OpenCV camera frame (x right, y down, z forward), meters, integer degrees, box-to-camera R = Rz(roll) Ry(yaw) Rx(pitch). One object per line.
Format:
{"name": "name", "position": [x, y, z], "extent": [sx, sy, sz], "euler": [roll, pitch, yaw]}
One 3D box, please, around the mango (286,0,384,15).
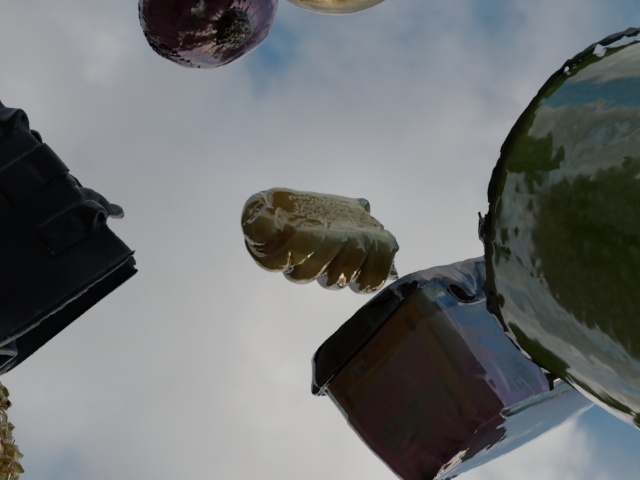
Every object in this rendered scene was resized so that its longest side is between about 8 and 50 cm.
{"name": "mango", "position": [0.017, -0.314, 1.339], "extent": [0.085, 0.184, 0.102], "euler": [29, -66, 49]}

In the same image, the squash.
{"name": "squash", "position": [0.289, 0.018, 0.637], "extent": [0.384, 0.263, 0.263], "euler": [26, -56, 59]}

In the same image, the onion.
{"name": "onion", "position": [-0.088, -0.188, 0.887], "extent": [0.115, 0.115, 0.104], "euler": [-53, -129, 34]}

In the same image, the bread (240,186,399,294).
{"name": "bread", "position": [0.000, 0.000, 1.195], "extent": [0.119, 0.177, 0.084], "euler": [-112, -142, -55]}

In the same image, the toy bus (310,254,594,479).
{"name": "toy bus", "position": [0.180, 0.114, 1.120], "extent": [0.171, 0.386, 0.162], "euler": [-46, -112, 34]}

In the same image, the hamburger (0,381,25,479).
{"name": "hamburger", "position": [-0.234, 0.057, 0.469], "extent": [0.179, 0.294, 0.276], "euler": [-29, -95, 2]}

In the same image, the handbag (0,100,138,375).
{"name": "handbag", "position": [-0.382, -0.026, 1.355], "extent": [0.325, 0.269, 0.118], "euler": [48, -21, 17]}
